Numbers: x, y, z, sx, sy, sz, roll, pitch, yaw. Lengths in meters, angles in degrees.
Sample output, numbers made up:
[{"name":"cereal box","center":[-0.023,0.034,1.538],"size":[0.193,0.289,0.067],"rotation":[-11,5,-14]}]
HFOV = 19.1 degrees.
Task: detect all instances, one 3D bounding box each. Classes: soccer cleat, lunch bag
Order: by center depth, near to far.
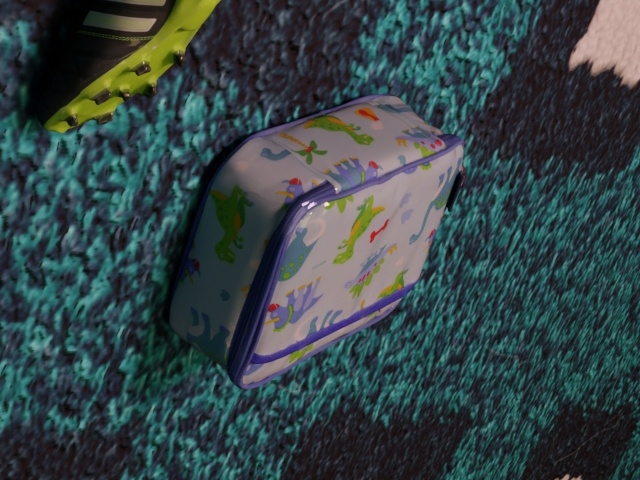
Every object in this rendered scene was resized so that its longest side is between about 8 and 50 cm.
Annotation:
[{"name":"soccer cleat","center":[-0.096,-0.129,1.010],"size":[0.179,0.072,0.060],"rotation":[-43,164,25]},{"name":"lunch bag","center":[0.000,0.000,1.319],"size":[0.219,0.090,0.176],"rotation":[-23,143,-50]}]
